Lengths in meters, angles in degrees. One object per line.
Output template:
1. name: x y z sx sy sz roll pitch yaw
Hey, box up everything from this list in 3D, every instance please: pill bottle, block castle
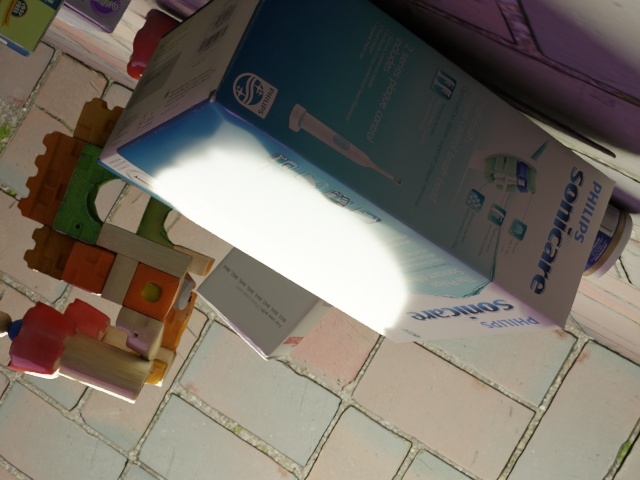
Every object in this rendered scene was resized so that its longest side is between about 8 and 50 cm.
1. pill bottle: 0.199 -0.023 1.015 0.120 0.067 0.067 30 179 -7
2. block castle: -0.231 -0.039 1.478 0.213 0.453 0.303 22 179 1

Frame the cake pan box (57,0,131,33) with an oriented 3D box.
1. cake pan box: -0.354 -0.331 1.385 0.267 0.070 0.246 31 -179 -22

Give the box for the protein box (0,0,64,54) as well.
1. protein box: -0.328 -0.282 1.123 0.200 0.136 0.201 31 179 -17

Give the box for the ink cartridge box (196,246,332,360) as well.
1. ink cartridge box: 0.000 0.000 1.373 0.115 0.273 0.198 42 180 7

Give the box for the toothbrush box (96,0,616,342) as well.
1. toothbrush box: 0.023 -0.048 0.852 0.295 0.126 0.216 33 158 -21

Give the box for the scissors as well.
1. scissors: 0.064 -0.132 0.820 0.297 0.021 0.109 31 177 23
